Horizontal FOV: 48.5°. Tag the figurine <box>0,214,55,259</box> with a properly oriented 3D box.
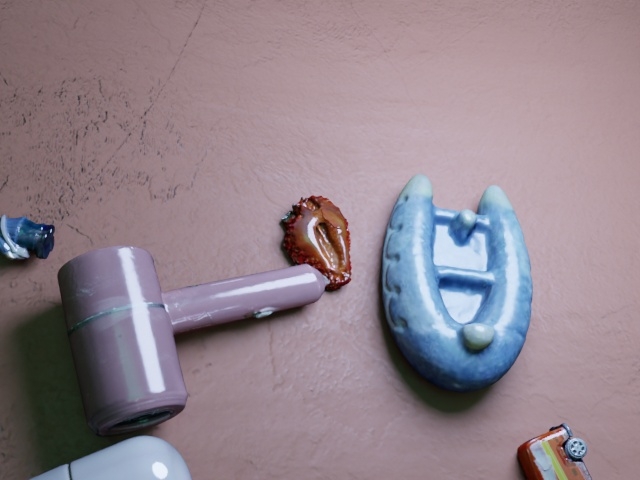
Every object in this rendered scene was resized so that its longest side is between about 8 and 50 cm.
[{"bbox_3d":[-0.438,-0.013,0.951,0.149,0.087,0.086,9,27,-6],"label":"figurine"}]

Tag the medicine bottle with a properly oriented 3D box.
[{"bbox_3d":[-0.306,0.327,0.781,0.341,0.130,0.130,-21,70,-17],"label":"medicine bottle"}]

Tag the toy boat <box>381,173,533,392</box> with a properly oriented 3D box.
[{"bbox_3d":[0.198,0.045,1.000,0.215,0.123,0.330,11,63,-5],"label":"toy boat"}]

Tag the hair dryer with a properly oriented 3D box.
[{"bbox_3d":[-0.141,0.104,0.926,0.352,0.125,0.210,-11,68,-20],"label":"hair dryer"}]

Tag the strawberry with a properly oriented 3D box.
[{"bbox_3d":[0.001,-0.002,1.031,0.104,0.048,0.152,-26,69,-16],"label":"strawberry"}]

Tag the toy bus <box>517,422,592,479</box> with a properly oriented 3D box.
[{"bbox_3d":[0.320,0.330,0.914,0.077,0.079,0.174,-18,70,-7],"label":"toy bus"}]
